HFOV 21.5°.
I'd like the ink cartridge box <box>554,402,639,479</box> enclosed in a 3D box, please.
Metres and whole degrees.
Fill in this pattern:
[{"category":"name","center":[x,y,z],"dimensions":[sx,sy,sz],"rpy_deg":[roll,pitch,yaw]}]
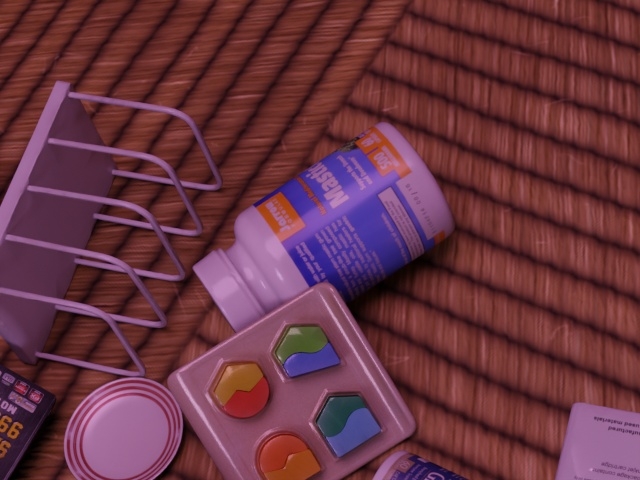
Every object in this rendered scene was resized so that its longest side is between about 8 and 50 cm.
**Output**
[{"category":"ink cartridge box","center":[0.270,0.329,1.567],"dimensions":[0.122,0.211,0.289],"rpy_deg":[9,64,19]}]

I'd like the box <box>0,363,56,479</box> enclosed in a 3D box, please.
[{"category":"box","center":[-0.438,0.196,1.870],"dimensions":[0.231,0.056,0.183],"rpy_deg":[30,58,-1]}]

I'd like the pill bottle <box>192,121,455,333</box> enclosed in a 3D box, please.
[{"category":"pill bottle","center":[0.000,0.000,1.876],"dimensions":[0.272,0.152,0.152],"rpy_deg":[-33,57,-5]}]

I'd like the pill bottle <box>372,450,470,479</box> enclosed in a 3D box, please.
[{"category":"pill bottle","center":[0.135,0.285,1.701],"dimensions":[0.169,0.094,0.094],"rpy_deg":[22,69,26]}]

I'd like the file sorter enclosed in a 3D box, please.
[{"category":"file sorter","center":[-0.249,-0.005,1.933],"dimensions":[0.173,0.193,0.277],"rpy_deg":[11,64,19]}]

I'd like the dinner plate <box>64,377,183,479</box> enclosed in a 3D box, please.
[{"category":"dinner plate","center":[-0.219,0.220,1.892],"dimensions":[0.141,0.017,0.141],"rpy_deg":[-7,59,12]}]

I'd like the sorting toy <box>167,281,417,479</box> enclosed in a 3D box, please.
[{"category":"sorting toy","center":[-0.030,0.175,1.791],"dimensions":[0.208,0.038,0.193],"rpy_deg":[-31,93,-1]}]
